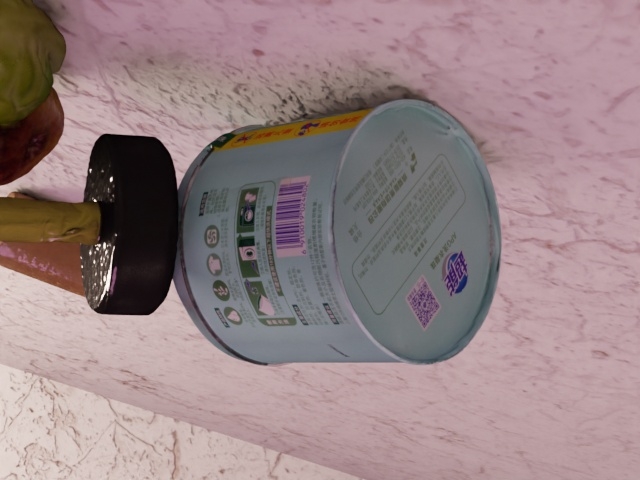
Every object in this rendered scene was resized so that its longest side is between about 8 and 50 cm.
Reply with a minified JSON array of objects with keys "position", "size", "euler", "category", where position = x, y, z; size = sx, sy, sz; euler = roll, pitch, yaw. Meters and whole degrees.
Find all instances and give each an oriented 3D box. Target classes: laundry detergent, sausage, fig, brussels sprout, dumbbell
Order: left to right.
[{"position":[-0.382,-0.201,1.371],"size":[0.223,0.161,0.223],"euler":[6,158,2],"category":"brussels sprout"},{"position":[-0.425,-0.169,1.584],"size":[0.257,0.159,0.159],"euler":[30,172,33],"category":"fig"},{"position":[-0.332,-0.021,1.428],"size":[0.322,0.203,0.204],"euler":[2,166,-21],"category":"dumbbell"},{"position":[-0.397,0.020,2.092],"size":[0.253,0.123,0.123],"euler":[22,160,-26],"category":"sausage"},{"position":[0.000,0.000,1.481],"size":[0.305,0.287,0.287],"euler":[-5,154,44],"category":"laundry detergent"}]
